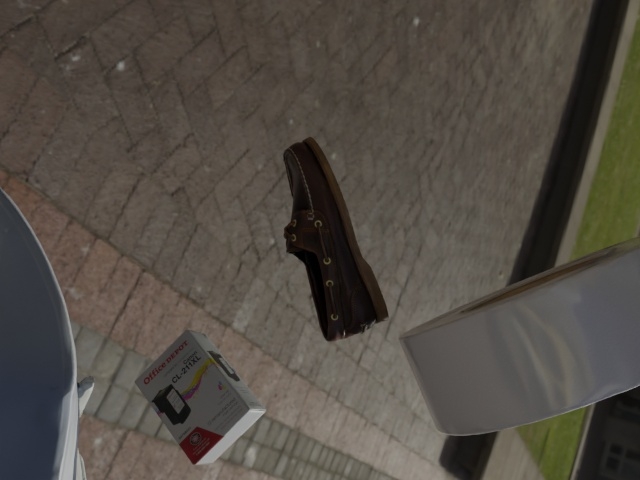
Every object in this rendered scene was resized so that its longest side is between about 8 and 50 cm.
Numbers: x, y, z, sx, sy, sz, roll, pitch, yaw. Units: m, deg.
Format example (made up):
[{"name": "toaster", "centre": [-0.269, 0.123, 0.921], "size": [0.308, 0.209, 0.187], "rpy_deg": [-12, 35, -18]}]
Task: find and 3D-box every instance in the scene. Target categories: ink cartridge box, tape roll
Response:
[{"name": "ink cartridge box", "centre": [-0.195, 0.250, 1.141], "size": [0.127, 0.175, 0.072], "rpy_deg": [-45, 157, 3]}, {"name": "tape roll", "centre": [0.222, 0.086, 0.682], "size": [0.286, 0.286, 0.100], "rpy_deg": [-12, 77, -60]}]

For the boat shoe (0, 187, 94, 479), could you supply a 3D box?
[{"name": "boat shoe", "centre": [-0.174, 0.145, 0.364], "size": [0.136, 0.156, 0.367], "rpy_deg": [-14, 90, -23]}]

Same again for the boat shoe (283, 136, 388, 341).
[{"name": "boat shoe", "centre": [0.000, 0.000, 0.717], "size": [0.073, 0.073, 0.207], "rpy_deg": [139, -70, -80]}]
